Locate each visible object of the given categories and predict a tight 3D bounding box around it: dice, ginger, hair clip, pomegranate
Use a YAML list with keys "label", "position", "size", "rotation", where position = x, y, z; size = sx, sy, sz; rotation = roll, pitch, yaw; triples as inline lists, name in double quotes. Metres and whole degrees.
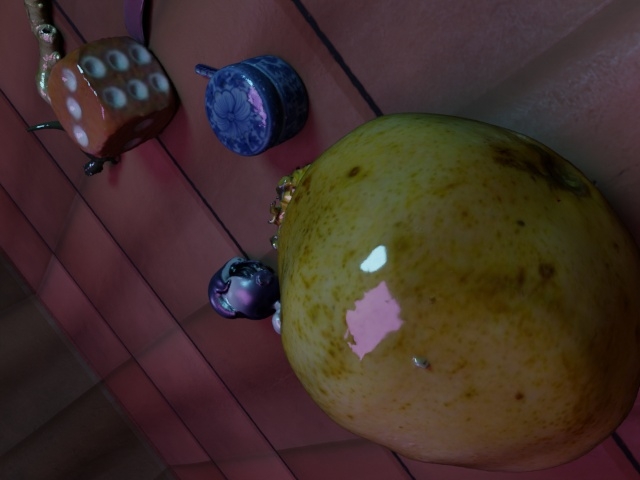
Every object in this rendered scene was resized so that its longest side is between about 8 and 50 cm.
- label: "dice"
  position: [-0.411, -0.283, 0.940]
  size: [0.179, 0.175, 0.173]
  rotation: [-23, 101, 42]
- label: "ginger"
  position: [-0.642, -0.442, 1.107]
  size: [0.089, 0.075, 0.287]
  rotation: [19, 124, 24]
- label: "hair clip"
  position: [-0.350, -0.440, 0.894]
  size: [0.054, 0.022, 0.137]
  rotation: [42, 136, 14]
- label: "pomegranate"
  position: [0.137, 0.062, 0.544]
  size: [0.417, 0.417, 0.416]
  rotation: [21, 129, 29]

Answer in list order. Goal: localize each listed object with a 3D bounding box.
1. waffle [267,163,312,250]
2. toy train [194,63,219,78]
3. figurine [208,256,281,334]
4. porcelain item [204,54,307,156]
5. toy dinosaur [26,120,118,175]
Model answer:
- label: "waffle"
  position: [-0.002, 0.001, 0.866]
  size: [0.262, 0.060, 0.280]
  rotation: [-15, 107, 44]
- label: "toy train"
  position: [-0.195, -0.305, 0.857]
  size: [0.083, 0.017, 0.017]
  rotation: [25, 132, 24]
- label: "figurine"
  position: [-0.137, 0.124, 1.008]
  size: [0.222, 0.145, 0.145]
  rotation: [27, 131, 22]
- label: "porcelain item"
  position: [-0.109, -0.220, 0.771]
  size: [0.147, 0.114, 0.147]
  rotation: [21, 129, 28]
- label: "toy dinosaur"
  position: [-0.571, -0.206, 1.117]
  size: [0.087, 0.179, 0.187]
  rotation: [32, 136, 21]
